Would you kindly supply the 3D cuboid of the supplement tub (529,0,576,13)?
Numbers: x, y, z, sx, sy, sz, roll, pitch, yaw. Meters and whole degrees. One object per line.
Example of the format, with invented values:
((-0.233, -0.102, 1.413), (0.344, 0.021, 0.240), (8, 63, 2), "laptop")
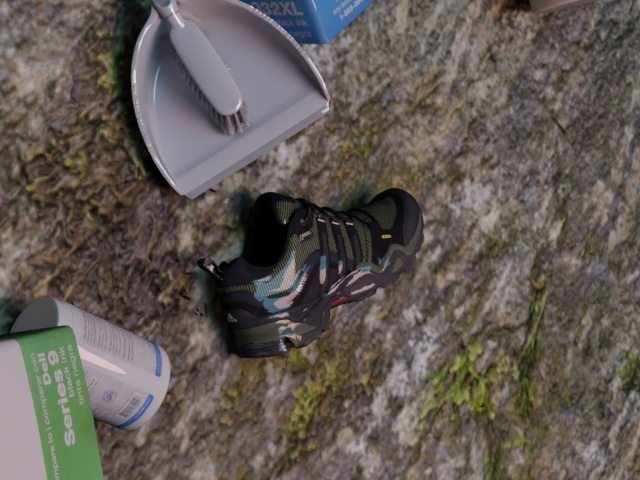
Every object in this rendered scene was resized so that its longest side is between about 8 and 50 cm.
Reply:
((0.255, -0.371, 1.568), (0.191, 0.191, 0.272), (-18, 96, -42), "supplement tub")

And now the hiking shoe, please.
((0.000, 0.000, 1.351), (0.227, 0.086, 0.114), (-40, 113, -38), "hiking shoe")

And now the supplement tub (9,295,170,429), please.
((-0.170, 0.091, 1.193), (0.107, 0.071, 0.071), (30, 64, -35), "supplement tub")

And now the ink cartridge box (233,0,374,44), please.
((-0.027, -0.344, 1.301), (0.223, 0.129, 0.307), (-45, 129, -36), "ink cartridge box")

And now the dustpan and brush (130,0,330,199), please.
((-0.106, -0.159, 1.278), (0.147, 0.060, 0.211), (-33, 81, -2), "dustpan and brush")

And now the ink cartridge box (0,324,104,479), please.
((-0.287, 0.133, 0.916), (0.289, 0.211, 0.122), (-10, 91, -69), "ink cartridge box")
